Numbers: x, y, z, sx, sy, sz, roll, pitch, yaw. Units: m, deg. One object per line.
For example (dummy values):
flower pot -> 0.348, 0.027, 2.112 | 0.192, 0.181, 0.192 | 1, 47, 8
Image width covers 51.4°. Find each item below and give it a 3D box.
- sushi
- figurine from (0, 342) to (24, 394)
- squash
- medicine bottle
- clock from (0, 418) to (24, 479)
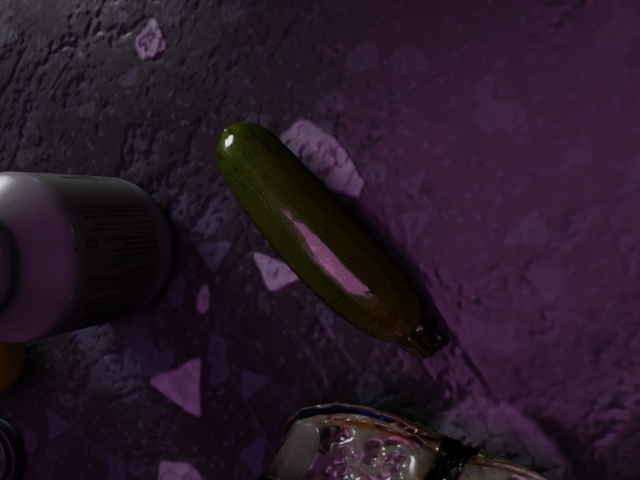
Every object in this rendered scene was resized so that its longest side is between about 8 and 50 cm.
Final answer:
sushi -> 0.092, 0.183, 0.482 | 0.273, 0.134, 0.109 | -4, 60, 31
figurine -> -0.392, 0.125, 0.672 | 0.185, 0.127, 0.234 | 40, 111, 40
squash -> 0.000, 0.000, 0.528 | 0.252, 0.066, 0.066 | 47, 108, 13
medicine bottle -> -0.230, 0.012, 0.541 | 0.135, 0.215, 0.134 | 1, 94, 22
clock -> -0.351, 0.229, 0.707 | 0.085, 0.017, 0.085 | 1, 94, 22
